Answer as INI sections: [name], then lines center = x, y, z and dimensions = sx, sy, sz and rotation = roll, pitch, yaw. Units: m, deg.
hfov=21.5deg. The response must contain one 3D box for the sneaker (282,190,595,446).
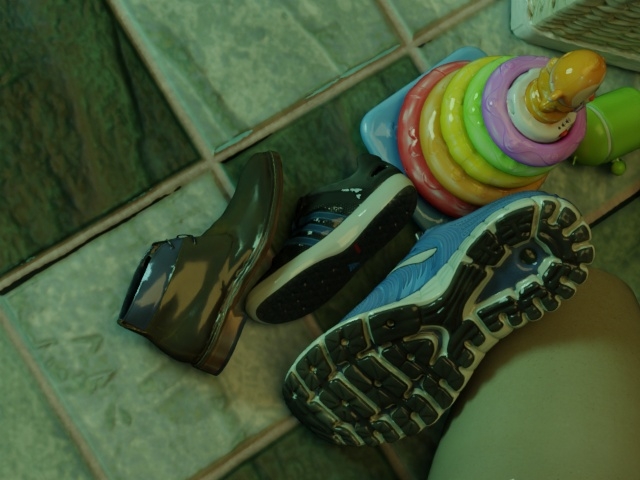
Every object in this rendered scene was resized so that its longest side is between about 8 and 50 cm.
[sneaker]
center = 0.109, 0.069, 1.564
dimensions = 0.330, 0.147, 0.130
rotation = -36, 100, 11

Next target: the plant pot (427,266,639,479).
[plant pot]
center = 0.226, 0.169, 1.576
dimensions = 0.256, 0.256, 0.274
rotation = 19, 57, -16

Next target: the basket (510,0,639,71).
[basket]
center = 0.398, -0.356, 1.716
dimensions = 0.331, 0.266, 0.328
rotation = 10, 77, -17

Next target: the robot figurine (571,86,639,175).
[robot figurine]
center = 0.298, -0.118, 1.735
dimensions = 0.115, 0.067, 0.101
rotation = -23, 93, -23

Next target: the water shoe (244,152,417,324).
[water shoe]
center = 0.000, 0.000, 1.610
dimensions = 0.203, 0.073, 0.080
rotation = -38, 54, -11

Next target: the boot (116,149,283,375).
[boot]
center = -0.108, 0.005, 1.552
dimensions = 0.106, 0.082, 0.219
rotation = 21, 75, -18

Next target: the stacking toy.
[stacking toy]
center = 0.184, -0.117, 1.566
dimensions = 0.175, 0.302, 0.166
rotation = -36, 93, -24
